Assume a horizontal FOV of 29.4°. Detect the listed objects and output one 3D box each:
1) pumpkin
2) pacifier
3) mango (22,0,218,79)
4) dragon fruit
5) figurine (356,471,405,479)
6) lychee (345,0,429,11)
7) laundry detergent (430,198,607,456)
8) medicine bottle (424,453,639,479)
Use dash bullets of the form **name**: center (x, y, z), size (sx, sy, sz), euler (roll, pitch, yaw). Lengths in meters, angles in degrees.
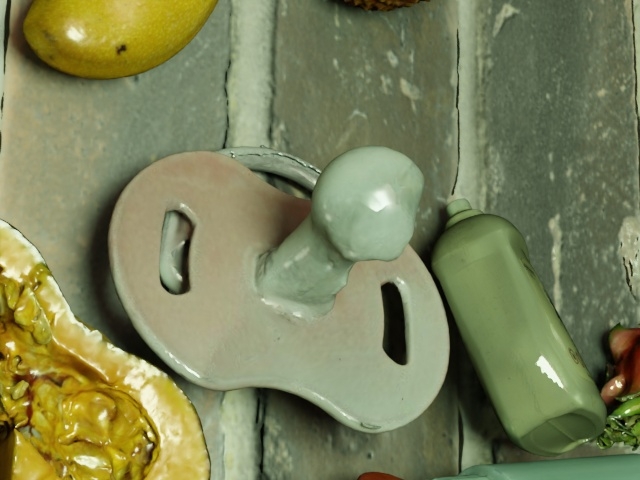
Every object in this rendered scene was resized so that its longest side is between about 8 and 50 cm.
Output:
- **pumpkin**: center (-0.222, 0.146, 0.926), size (0.280, 0.139, 0.190), euler (47, 60, -10)
- **pacifier**: center (-0.015, 0.029, 1.029), size (0.332, 0.273, 0.221), euler (19, 86, -24)
- **mango**: center (-0.164, -0.242, 1.069), size (0.157, 0.109, 0.262), euler (43, 66, -25)
- **dragon fruit**: center (0.344, 0.144, 1.235), size (0.235, 0.135, 0.137), euler (-5, 80, -40)
- **figurine**: center (0.025, 0.289, 1.017), size (0.173, 0.173, 0.173), euler (7, 75, -28)
- **lychee**: center (0.077, -0.317, 1.183), size (0.194, 0.194, 0.195), euler (7, 75, -28)
- **laundry detergent**: center (0.178, 0.070, 1.153), size (0.181, 0.091, 0.253), euler (36, 28, -57)
- **medicine bottle**: center (0.235, 0.282, 1.137), size (0.318, 0.158, 0.158), euler (3, 77, -29)
